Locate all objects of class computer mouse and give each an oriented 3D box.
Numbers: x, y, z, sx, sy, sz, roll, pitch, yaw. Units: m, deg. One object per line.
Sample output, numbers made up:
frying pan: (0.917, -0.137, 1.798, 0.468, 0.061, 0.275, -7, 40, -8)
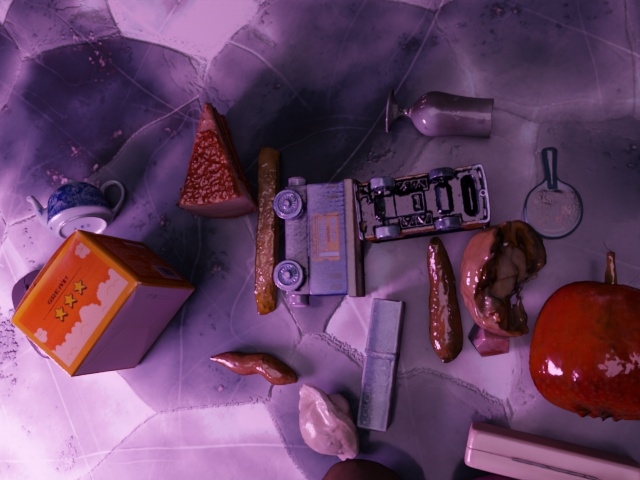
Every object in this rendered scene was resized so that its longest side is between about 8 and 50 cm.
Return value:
computer mouse: (-0.703, 0.186, 1.750, 0.120, 0.057, 0.232, -31, 78, 8)

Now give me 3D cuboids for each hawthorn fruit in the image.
hawthorn fruit: (0.559, 0.184, 1.347, 0.287, 0.287, 0.330, 4, 78, 14)

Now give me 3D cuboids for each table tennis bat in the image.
table tennis bat: (0.503, -0.103, 1.505, 0.124, 0.033, 0.201, -3, 88, 12)

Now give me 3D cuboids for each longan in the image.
longan: (0.097, 0.584, 1.435, 0.215, 0.246, 0.246, 5, 84, -20)

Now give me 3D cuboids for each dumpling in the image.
dumpling: (0.022, 0.399, 1.516, 0.136, 0.118, 0.199, -31, 92, 50)

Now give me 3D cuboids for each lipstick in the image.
lipstick: (0.134, 0.274, 1.528, 0.077, 0.076, 0.289, 7, 86, 13)

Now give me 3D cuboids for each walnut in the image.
walnut: (0.361, 0.070, 1.439, 0.141, 0.204, 0.238, -1, 58, 48)

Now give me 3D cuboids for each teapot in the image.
teapot: (-0.600, -0.090, 1.715, 0.232, 0.159, 0.159, -15, 80, -16)

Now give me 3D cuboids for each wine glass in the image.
wine glass: (0.266, -0.280, 1.543, 0.231, 0.103, 0.103, 8, 86, 11)

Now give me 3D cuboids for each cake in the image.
cake: (-0.218, -0.180, 1.622, 0.160, 0.158, 0.262, 12, 86, 10)

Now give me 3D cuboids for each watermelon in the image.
watermelon: (0.365, 0.202, 1.485, 0.084, 0.072, 0.092, -13, 79, -3)

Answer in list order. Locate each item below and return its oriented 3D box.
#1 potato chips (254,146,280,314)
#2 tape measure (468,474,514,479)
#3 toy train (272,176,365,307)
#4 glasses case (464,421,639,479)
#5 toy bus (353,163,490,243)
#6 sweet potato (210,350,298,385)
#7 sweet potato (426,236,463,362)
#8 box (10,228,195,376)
potato chips: (-0.123, -0.028, 1.625, 0.057, 0.080, 0.407, 0, 85, 3)
tape measure: (0.344, 0.583, 1.370, 0.149, 0.245, 0.231, -8, 84, -12)
toy train: (0.000, 0.000, 1.563, 0.202, 0.131, 0.299, -3, 84, 11)
glasses case: (0.465, 0.447, 1.398, 0.336, 0.144, 0.076, 10, 85, 15)
toy bus: (0.226, -0.074, 1.499, 0.275, 0.167, 0.138, -9, 82, 15)
sweet potato: (-0.154, 0.288, 1.609, 0.218, 0.051, 0.065, 13, 89, 14)
sweet potato: (0.268, 0.128, 1.509, 0.075, 0.075, 0.273, -5, 88, 13)
box: (-0.489, 0.140, 1.586, 0.214, 0.283, 0.259, 39, 94, 15)
